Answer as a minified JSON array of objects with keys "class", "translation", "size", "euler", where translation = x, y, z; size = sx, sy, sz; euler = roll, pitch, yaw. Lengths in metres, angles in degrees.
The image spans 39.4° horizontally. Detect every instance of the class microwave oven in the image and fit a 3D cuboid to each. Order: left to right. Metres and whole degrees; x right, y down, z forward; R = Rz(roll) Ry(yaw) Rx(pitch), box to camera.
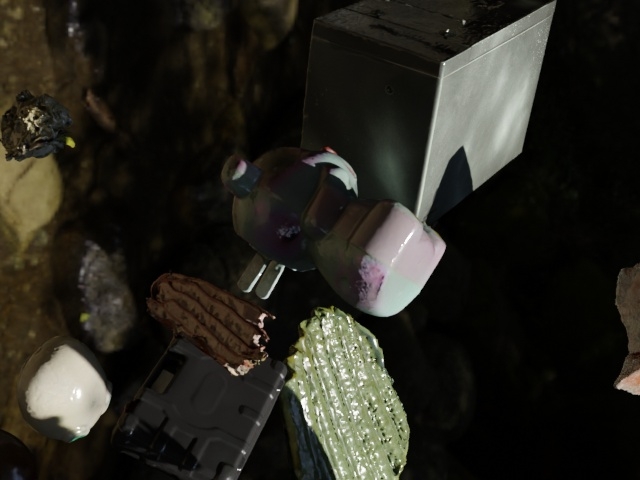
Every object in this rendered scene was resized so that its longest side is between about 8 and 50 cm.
[{"class":"microwave oven","translation":[0.188,-0.246,1.545],"size":[0.432,0.236,0.374],"euler":[-34,139,-46]}]

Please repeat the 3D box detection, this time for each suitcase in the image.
[{"class":"suitcase","translation":[-0.188,0.264,1.443],"size":[0.066,0.206,0.285],"euler":[-63,180,37]}]

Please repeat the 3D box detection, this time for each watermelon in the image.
[{"class":"watermelon","translation":[0.565,0.148,1.374],"size":[0.310,0.232,0.193],"euler":[86,11,-66]}]

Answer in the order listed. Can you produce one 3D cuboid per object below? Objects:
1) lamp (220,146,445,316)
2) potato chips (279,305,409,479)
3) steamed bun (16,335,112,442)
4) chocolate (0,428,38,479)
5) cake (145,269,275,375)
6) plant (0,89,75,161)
[{"class":"lamp","translation":[0.000,0.000,1.297],"size":[0.247,0.301,0.247],"euler":[-60,152,4]},{"class":"potato chips","translation":[0.044,0.342,1.726],"size":[0.358,0.070,0.429],"euler":[-38,114,-49]},{"class":"steamed bun","translation":[-0.480,0.293,1.709],"size":[0.177,0.131,0.228],"euler":[-53,155,-40]},{"class":"chocolate","translation":[-0.514,0.363,1.358],"size":[0.177,0.177,0.176],"euler":[8,90,-77]},{"class":"cake","translation":[-0.167,0.121,1.330],"size":[0.135,0.287,0.098],"euler":[46,70,-32]},{"class":"plant","translation":[-0.372,-0.142,1.214],"size":[0.122,0.117,0.104],"euler":[23,91,-50]}]
